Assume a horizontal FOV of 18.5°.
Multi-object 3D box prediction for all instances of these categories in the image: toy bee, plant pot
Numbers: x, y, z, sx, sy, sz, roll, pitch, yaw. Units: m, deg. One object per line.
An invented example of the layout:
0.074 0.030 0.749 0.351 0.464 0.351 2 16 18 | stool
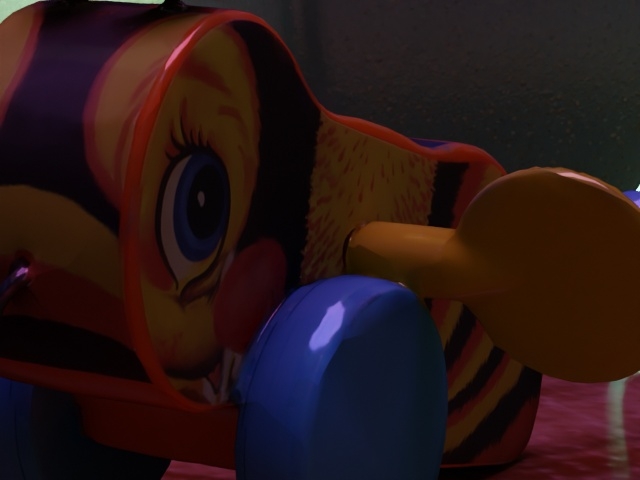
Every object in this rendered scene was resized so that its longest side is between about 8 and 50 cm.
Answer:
-0.017 -0.001 0.442 0.195 0.162 0.298 4 9 8 | toy bee
0.056 -0.129 1.002 0.247 0.252 0.248 -1 8 -19 | plant pot

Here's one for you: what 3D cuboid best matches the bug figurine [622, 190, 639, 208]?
0.000 0.000 0.736 0.279 0.072 0.216 6 10 28 | bug figurine
